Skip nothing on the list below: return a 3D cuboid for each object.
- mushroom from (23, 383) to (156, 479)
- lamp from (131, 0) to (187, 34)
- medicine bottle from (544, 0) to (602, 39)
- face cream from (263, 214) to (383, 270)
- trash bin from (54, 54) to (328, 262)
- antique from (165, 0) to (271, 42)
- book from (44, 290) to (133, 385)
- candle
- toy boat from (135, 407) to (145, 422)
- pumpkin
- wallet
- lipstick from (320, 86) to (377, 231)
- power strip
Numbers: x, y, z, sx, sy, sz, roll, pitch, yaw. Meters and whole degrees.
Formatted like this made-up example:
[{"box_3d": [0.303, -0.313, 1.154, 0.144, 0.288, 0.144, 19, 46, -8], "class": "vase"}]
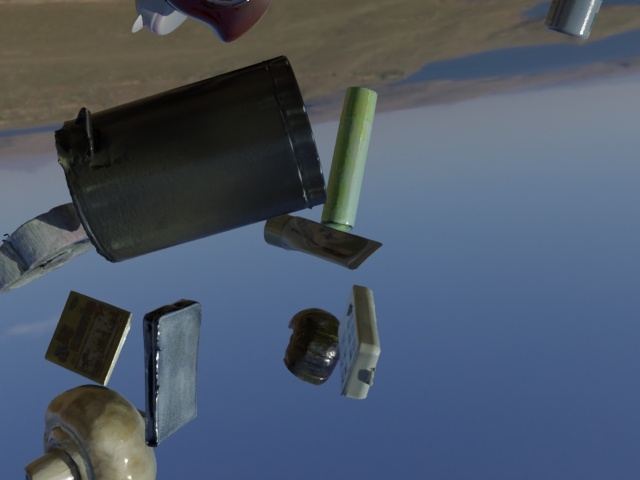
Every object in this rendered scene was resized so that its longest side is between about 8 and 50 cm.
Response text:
[{"box_3d": [-0.440, 0.408, 1.485, 0.260, 0.254, 0.234, 41, -139, 22], "class": "mushroom"}, {"box_3d": [-0.292, -0.524, 1.611, 0.246, 0.108, 0.179, -42, -169, 28], "class": "lamp"}, {"box_3d": [0.441, -0.417, 1.360, 0.080, 0.130, 0.080, 15, -160, -5], "class": "medicine bottle"}, {"box_3d": [0.000, 0.000, 1.554, 0.224, 0.070, 0.114, 15, -146, 29], "class": "face cream"}, {"box_3d": [-0.160, -0.102, 1.048, 0.301, 0.203, 0.252, -17, 146, -3], "class": "trash bin"}, {"box_3d": [-0.197, -0.502, 1.444, 0.223, 0.278, 0.129, -26, -160, -9], "class": "antique"}, {"box_3d": [-0.515, 0.214, 1.766, 0.192, 0.168, 0.013, 15, 170, 29], "class": "book"}, {"box_3d": [-0.403, 0.003, 1.186, 0.192, 0.068, 0.168, -29, -178, 36], "class": "candle"}, {"box_3d": [-0.470, 0.452, 2.009, 0.200, 0.057, 0.077, 8, 165, 41], "class": "toy boat"}, {"box_3d": [-0.006, 0.201, 1.663, 0.118, 0.108, 0.183, 18, -150, -11], "class": "pumpkin"}, {"box_3d": [-0.246, 0.212, 1.322, 0.036, 0.222, 0.167, 4, -173, 14], "class": "wallet"}, {"box_3d": [0.061, -0.171, 1.686, 0.076, 0.304, 0.076, 11, 175, 1], "class": "lipstick"}, {"box_3d": [0.050, 0.131, 1.065, 0.035, 0.082, 0.192, 12, -157, -6], "class": "power strip"}]
